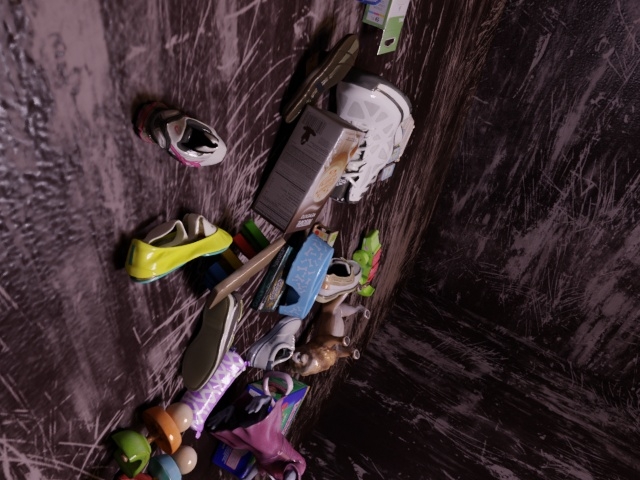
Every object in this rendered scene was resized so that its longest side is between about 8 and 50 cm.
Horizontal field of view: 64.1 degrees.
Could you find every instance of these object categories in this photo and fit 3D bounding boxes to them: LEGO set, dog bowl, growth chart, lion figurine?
[{"bbox_3d":[0.219,-0.264,1.713,0.244,0.060,0.182,-30,144,-50],"label":"LEGO set"},{"bbox_3d":[-0.038,0.109,1.426,0.166,0.074,0.297,-57,169,-41],"label":"dog bowl"},{"bbox_3d":[0.293,-0.378,1.837,0.171,0.021,0.237,-63,163,0],"label":"growth chart"},{"bbox_3d":[0.040,0.316,1.868,0.142,0.240,0.392,51,46,-29],"label":"lion figurine"}]

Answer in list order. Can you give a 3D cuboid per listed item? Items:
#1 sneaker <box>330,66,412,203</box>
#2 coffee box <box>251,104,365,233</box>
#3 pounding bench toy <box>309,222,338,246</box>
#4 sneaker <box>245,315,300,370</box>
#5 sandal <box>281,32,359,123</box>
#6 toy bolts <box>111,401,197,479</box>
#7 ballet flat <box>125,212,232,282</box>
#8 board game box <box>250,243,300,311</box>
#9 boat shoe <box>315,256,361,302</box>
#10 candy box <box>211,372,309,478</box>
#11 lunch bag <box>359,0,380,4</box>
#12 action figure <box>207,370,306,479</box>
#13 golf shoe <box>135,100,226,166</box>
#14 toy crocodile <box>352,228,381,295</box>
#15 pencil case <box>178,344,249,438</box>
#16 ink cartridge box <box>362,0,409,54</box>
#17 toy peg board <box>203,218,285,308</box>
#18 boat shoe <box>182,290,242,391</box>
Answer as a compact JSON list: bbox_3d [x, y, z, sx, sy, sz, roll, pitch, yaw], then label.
[{"bbox_3d":[0.096,-0.221,1.251,0.257,0.169,0.447,-64,165,-4],"label":"sneaker"},{"bbox_3d":[-0.024,-0.146,1.074,0.246,0.098,0.141,-59,164,18],"label":"coffee box"},{"bbox_3d":[0.000,0.000,1.462,0.052,0.065,0.083,-21,135,-66],"label":"pounding bench toy"},{"bbox_3d":[-0.117,0.313,1.526,0.258,0.091,0.094,-37,149,-55],"label":"sneaker"},{"bbox_3d":[-0.007,-0.326,1.008,0.219,0.060,0.090,-49,165,3],"label":"sandal"},{"bbox_3d":[-0.301,0.463,1.037,0.159,0.218,0.228,-28,150,-40],"label":"toy bolts"},{"bbox_3d":[-0.220,-0.002,0.832,0.231,0.077,0.077,-30,128,-58],"label":"ballet flat"},{"bbox_3d":[-0.113,0.100,1.348,0.186,0.026,0.126,-64,163,-1],"label":"board game box"},{"bbox_3d":[0.071,0.117,1.753,0.302,0.113,0.103,-29,148,-59],"label":"boat shoe"},{"bbox_3d":[-0.185,0.592,1.679,0.268,0.122,0.317,-64,164,1],"label":"candy box"},{"bbox_3d":[0.103,-0.519,1.019,0.098,0.067,0.065,-59,162,-10],"label":"lunch bag"},{"bbox_3d":[-0.141,0.585,1.452,0.275,0.248,0.370,-50,116,-33],"label":"action figure"},{"bbox_3d":[-0.178,-0.136,0.733,0.067,0.086,0.186,-67,164,5],"label":"golf shoe"},{"bbox_3d":[0.189,0.097,2.073,0.115,0.105,0.340,-46,155,-44],"label":"toy crocodile"},{"bbox_3d":[-0.254,0.344,1.188,0.206,0.088,0.086,-54,167,-26],"label":"pencil case"},{"bbox_3d":[0.153,-0.536,1.147,0.109,0.062,0.209,-40,151,-52],"label":"ink cartridge box"},{"bbox_3d":[-0.169,0.041,0.992,0.161,0.079,0.161,-38,177,-25],"label":"toy peg board"},{"bbox_3d":[-0.226,0.214,1.094,0.069,0.081,0.227,8,105,-68],"label":"boat shoe"}]
